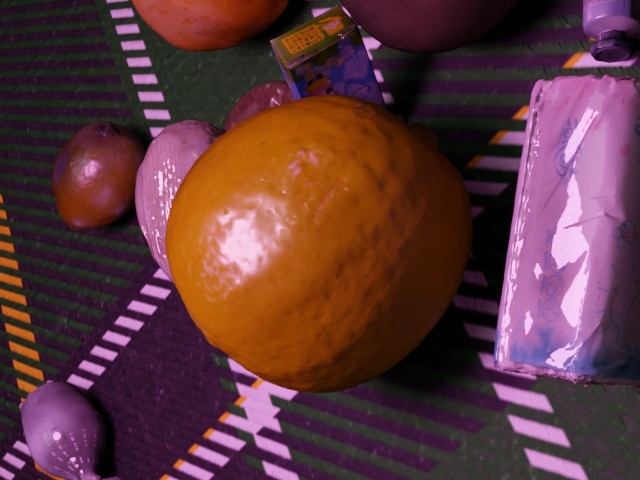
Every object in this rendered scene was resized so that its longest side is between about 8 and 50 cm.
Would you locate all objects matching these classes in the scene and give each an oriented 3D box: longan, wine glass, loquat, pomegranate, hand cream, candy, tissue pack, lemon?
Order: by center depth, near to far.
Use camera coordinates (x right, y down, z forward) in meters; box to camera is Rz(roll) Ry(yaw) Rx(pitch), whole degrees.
[{"bbox_3d":[0.273,-0.002,1.079,0.124,0.201,0.271,5,87,47],"label":"tissue pack"},{"bbox_3d":[0.306,-0.319,1.229,0.091,0.058,0.271,-22,61,58],"label":"hand cream"},{"bbox_3d":[0.000,0.000,1.300,0.348,0.348,0.348,-15,70,47],"label":"lemon"},{"bbox_3d":[0.127,-0.322,1.319,0.248,0.248,0.248,-15,70,47],"label":"longan"},{"bbox_3d":[0.017,-0.178,1.407,0.097,0.194,0.062,-30,49,-5],"label":"candy"},{"bbox_3d":[-0.162,-0.393,1.636,0.264,0.264,0.264,-15,70,47],"label":"pomegranate"},{"bbox_3d":[-0.379,0.330,1.817,0.241,0.126,0.126,48,117,40],"label":"wine glass"},{"bbox_3d":[-0.358,-0.099,1.885,0.152,0.152,0.195,50,127,43],"label":"loquat"}]

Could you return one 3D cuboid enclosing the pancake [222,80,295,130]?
[{"bbox_3d":[-0.070,-0.099,1.622,0.222,0.042,0.236,-42,54,39],"label":"pancake"}]

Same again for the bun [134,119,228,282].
[{"bbox_3d":[-0.149,-0.046,1.574,0.239,0.141,0.239,15,108,53],"label":"bun"}]
